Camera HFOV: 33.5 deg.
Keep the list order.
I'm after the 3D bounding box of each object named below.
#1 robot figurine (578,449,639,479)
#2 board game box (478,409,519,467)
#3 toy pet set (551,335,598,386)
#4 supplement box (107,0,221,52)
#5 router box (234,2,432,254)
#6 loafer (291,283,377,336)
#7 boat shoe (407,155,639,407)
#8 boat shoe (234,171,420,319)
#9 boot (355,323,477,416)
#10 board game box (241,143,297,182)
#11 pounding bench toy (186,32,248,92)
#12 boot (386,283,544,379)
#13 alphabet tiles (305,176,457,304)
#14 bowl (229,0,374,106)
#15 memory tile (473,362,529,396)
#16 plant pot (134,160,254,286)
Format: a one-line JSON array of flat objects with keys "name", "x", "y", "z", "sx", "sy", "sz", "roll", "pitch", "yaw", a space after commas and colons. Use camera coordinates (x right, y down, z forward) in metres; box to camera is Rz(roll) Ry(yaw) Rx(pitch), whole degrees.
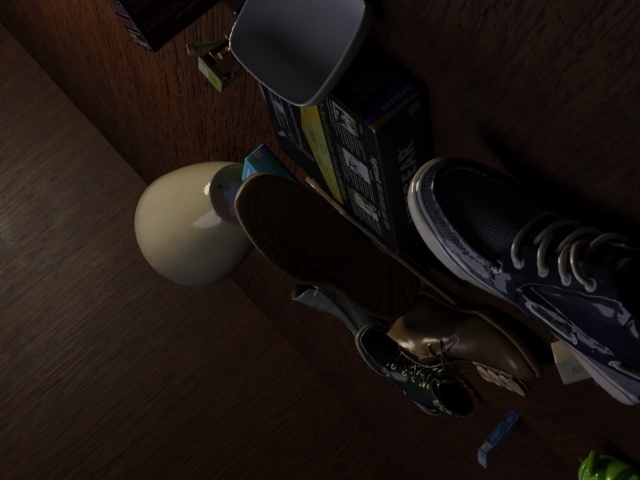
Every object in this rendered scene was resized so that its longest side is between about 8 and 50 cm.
[{"name": "robot figurine", "x": 0.413, "y": 0.342, "z": 1.508, "sx": 0.101, "sy": 0.067, "sz": 0.115, "roll": 51, "pitch": 168, "yaw": -21}, {"name": "board game box", "x": 0.306, "y": 0.343, "z": 1.832, "sx": 0.020, "sy": 0.090, "sz": 0.090, "roll": 38, "pitch": 165, "yaw": 24}, {"name": "toy pet set", "x": 0.300, "y": 0.104, "z": 1.244, "sx": 0.114, "sy": 0.065, "sz": 0.122, "roll": -90, "pitch": -23, "yaw": -51}, {"name": "supplement box", "x": -0.250, "y": -0.388, "z": 1.426, "sx": 0.073, "sy": 0.130, "sz": 0.239, "roll": 32, "pitch": 159, "yaw": 54}, {"name": "router box", "x": 0.028, "y": -0.146, "z": 1.313, "sx": 0.243, "sy": 0.081, "sz": 0.309, "roll": 43, "pitch": 167, "yaw": 25}, {"name": "loafer", "x": -0.007, "y": 0.087, "z": 2.094, "sx": 0.319, "sy": 0.111, "sz": 0.112, "roll": 51, "pitch": 168, "yaw": -9}, {"name": "boat shoe", "x": 0.238, "y": 0.015, "z": 1.025, "sx": 0.340, "sy": 0.127, "sz": 0.158, "roll": 39, "pitch": 160, "yaw": 8}, {"name": "boat shoe", "x": 0.000, "y": 0.000, "z": 1.590, "sx": 0.342, "sy": 0.123, "sz": 0.123, "roll": 31, "pitch": -173, "yaw": -30}, {"name": "boot", "x": 0.181, "y": 0.242, "z": 1.987, "sx": 0.236, "sy": 0.085, "sz": 0.178, "roll": 44, "pitch": 167, "yaw": -8}, {"name": "board game box", "x": -0.058, "y": -0.066, "z": 1.949, "sx": 0.210, "sy": 0.047, "sz": 0.160, "roll": 48, "pitch": 168, "yaw": 5}, {"name": "pounding bench toy", "x": -0.149, "y": -0.275, "z": 1.575, "sx": 0.083, "sy": 0.065, "sz": 0.052, "roll": 48, "pitch": 169, "yaw": 3}, {"name": "boot", "x": 0.207, "y": 0.157, "z": 1.556, "sx": 0.112, "sy": 0.115, "sz": 0.305, "roll": 56, "pitch": 165, "yaw": -25}, {"name": "alphabet tiles", "x": 0.079, "y": -0.007, "z": 1.528, "sx": 0.237, "sy": 0.009, "sz": 0.198, "roll": 36, "pitch": -174, "yaw": -40}, {"name": "bowl", "x": -0.014, "y": -0.224, "z": 1.137, "sx": 0.142, "sy": 0.142, "sz": 0.053, "roll": 43, "pitch": -161, "yaw": 25}, {"name": "memory tile", "x": 0.268, "y": 0.195, "z": 1.696, "sx": 0.113, "sy": 0.012, "sz": 0.148, "roll": 51, "pitch": 167, "yaw": -14}, {"name": "plant pot", "x": -0.210, "y": -0.057, "z": 2.142, "sx": 0.256, "sy": 0.256, "sz": 0.274, "roll": 50, "pitch": 151, "yaw": -8}]
